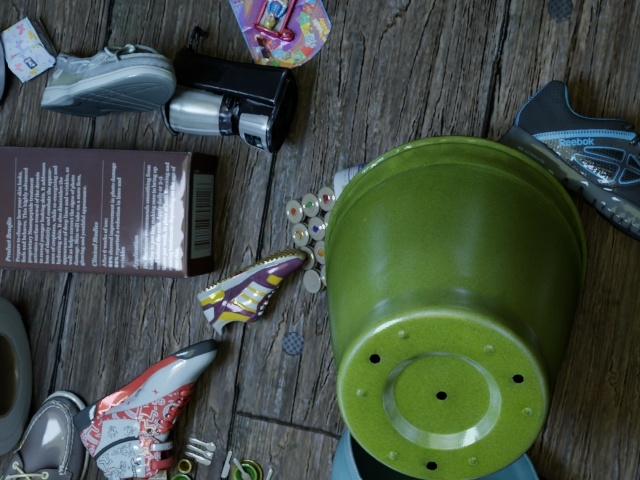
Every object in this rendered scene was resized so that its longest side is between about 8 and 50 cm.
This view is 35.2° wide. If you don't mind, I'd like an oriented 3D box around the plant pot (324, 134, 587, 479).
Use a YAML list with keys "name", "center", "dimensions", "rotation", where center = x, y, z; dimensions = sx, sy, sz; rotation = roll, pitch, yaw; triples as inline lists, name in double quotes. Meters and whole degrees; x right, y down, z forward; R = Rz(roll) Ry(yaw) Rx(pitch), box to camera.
- name: "plant pot"
  center: [0.160, 0.100, 1.267]
  dimensions: [0.366, 0.353, 0.367]
  rotation: [4, 117, 8]

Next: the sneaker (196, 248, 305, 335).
- name: "sneaker"
  center: [-0.094, 0.078, 1.537]
  dimensions: [0.185, 0.069, 0.084]
  rotation: [-25, 94, 19]

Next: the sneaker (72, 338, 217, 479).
- name: "sneaker"
  center: [-0.242, 0.271, 1.554]
  dimensions: [0.270, 0.090, 0.145]
  rotation: [-32, 80, 12]

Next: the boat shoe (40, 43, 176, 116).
- name: "boat shoe"
  center: [-0.316, -0.246, 1.490]
  dimensions: [0.320, 0.118, 0.103]
  rotation: [1, 83, 54]

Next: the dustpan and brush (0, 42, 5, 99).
- name: "dustpan and brush"
  center: [-0.556, -0.221, 1.622]
  dimensions: [0.147, 0.060, 0.211]
  rotation: [-5, 105, 32]

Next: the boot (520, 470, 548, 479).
- name: "boot"
  center: [0.347, 0.427, 1.435]
  dimensions: [0.219, 0.082, 0.106]
  rotation: [40, 97, 7]

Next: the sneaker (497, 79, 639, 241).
- name: "sneaker"
  center: [0.416, -0.091, 1.384]
  dimensions: [0.340, 0.125, 0.140]
  rotation: [33, 94, 8]

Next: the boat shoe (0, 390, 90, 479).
- name: "boat shoe"
  center: [-0.458, 0.400, 1.607]
  dimensions: [0.116, 0.096, 0.325]
  rotation: [22, 96, 11]

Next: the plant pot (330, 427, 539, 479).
- name: "plant pot"
  center: [0.132, 0.369, 1.401]
  dimensions: [0.293, 0.293, 0.196]
  rotation: [36, 125, 9]

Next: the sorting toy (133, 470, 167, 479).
- name: "sorting toy"
  center: [-0.283, 0.355, 1.610]
  dimensions: [0.083, 0.012, 0.062]
  rotation: [-3, 88, 13]

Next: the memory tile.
- name: "memory tile"
  center: [0.000, 0.000, 1.508]
  dimensions: [0.113, 0.012, 0.148]
  rotation: [-18, 87, 45]

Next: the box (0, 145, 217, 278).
- name: "box"
  center: [-0.357, -0.046, 1.553]
  dimensions: [0.381, 0.143, 0.191]
  rotation: [3, 93, 11]

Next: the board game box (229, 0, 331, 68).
- name: "board game box"
  center: [-0.064, -0.345, 1.531]
  dimensions: [0.133, 0.033, 0.169]
  rotation: [-23, 87, 13]

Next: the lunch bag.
- name: "lunch bag"
  center: [-0.467, -0.304, 1.613]
  dimensions: [0.071, 0.053, 0.083]
  rotation: [-26, 94, 15]

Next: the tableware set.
- name: "tableware set"
  center: [-0.157, 0.379, 1.576]
  dimensions: [0.154, 0.024, 0.104]
  rotation: [20, 96, 11]

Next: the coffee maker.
- name: "coffee maker"
  center: [-0.129, -0.227, 1.504]
  dimensions: [0.178, 0.120, 0.171]
  rotation: [11, 93, 12]

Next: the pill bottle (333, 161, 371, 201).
- name: "pill bottle"
  center: [0.123, -0.070, 1.456]
  dimensions: [0.186, 0.112, 0.112]
  rotation: [-16, 88, 13]

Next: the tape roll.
- name: "tape roll"
  center: [-0.566, 0.210, 1.544]
  dimensions: [0.169, 0.246, 0.246]
  rotation: [-4, 91, 7]
